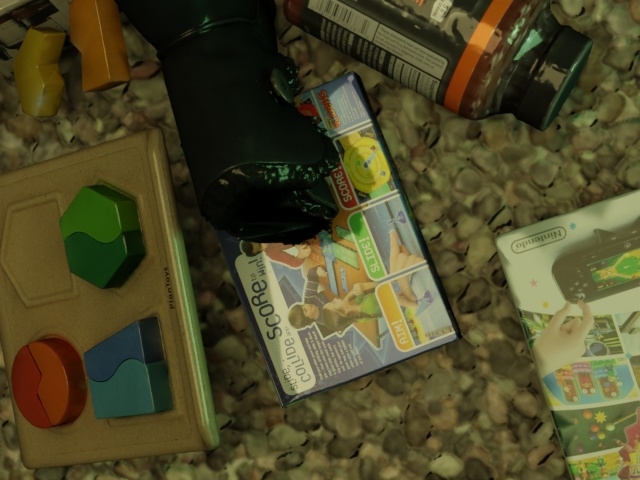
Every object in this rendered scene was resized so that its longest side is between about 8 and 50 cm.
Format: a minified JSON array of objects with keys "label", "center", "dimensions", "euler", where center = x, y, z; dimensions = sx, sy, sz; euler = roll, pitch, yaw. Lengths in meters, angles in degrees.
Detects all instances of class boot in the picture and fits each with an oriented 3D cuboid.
[{"label":"boot","center":[-0.074,-0.119,1.068],"dimensions":[0.094,0.246,0.207],"euler":[-26,59,13]}]

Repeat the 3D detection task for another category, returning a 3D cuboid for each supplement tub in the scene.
[{"label":"supplement tub","center":[0.081,-0.150,1.141],"dimensions":[0.198,0.106,0.106],"euler":[29,95,9]}]

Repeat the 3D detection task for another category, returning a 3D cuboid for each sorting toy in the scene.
[{"label":"sorting toy","center":[-0.172,0.000,1.154],"dimensions":[0.229,0.041,0.307],"euler":[-13,87,46]}]

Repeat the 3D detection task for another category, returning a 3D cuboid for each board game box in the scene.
[{"label":"board game box","center":[0.267,0.106,1.108],"dimensions":[0.224,0.097,0.303],"euler":[-19,87,10]},{"label":"board game box","center":[0.000,0.000,1.189],"dimensions":[0.136,0.035,0.201],"euler":[-21,85,9]}]

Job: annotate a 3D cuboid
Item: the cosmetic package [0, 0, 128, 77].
[{"label":"cosmetic package","center":[-0.143,-0.198,1.182],"dimensions":[0.239,0.099,0.060],"euler":[-24,74,10]}]
